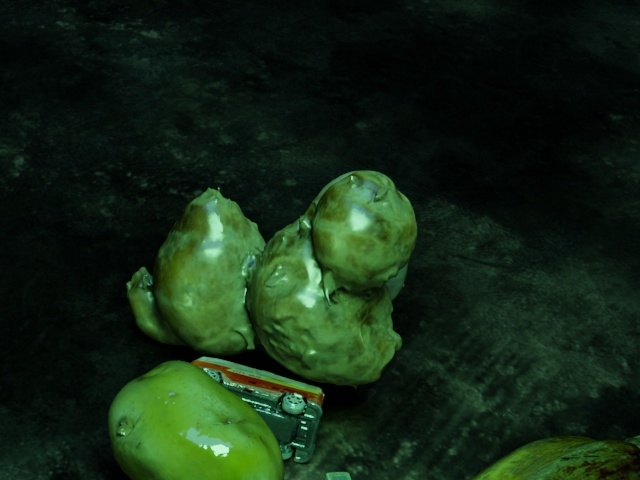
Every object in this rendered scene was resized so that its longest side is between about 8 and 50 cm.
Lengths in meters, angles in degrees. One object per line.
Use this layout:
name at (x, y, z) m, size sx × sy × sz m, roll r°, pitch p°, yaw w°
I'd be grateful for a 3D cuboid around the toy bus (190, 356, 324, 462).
toy bus at (-0.082, 0.185, 1.811) m, size 0.174 × 0.079 × 0.077 m, roll 16°, pitch 25°, yaw 5°

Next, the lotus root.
lotus root at (0.215, 0.311, 1.620) m, size 0.397 × 0.179 × 0.196 m, roll -26°, pitch 32°, yaw -37°

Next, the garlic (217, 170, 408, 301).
garlic at (0.000, 0.000, 2.030) m, size 0.257 × 0.207 × 0.207 m, roll 27°, pitch 36°, yaw 17°

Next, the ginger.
ginger at (-0.058, 0.048, 1.848) m, size 0.375 × 0.256 × 0.176 m, roll -3°, pitch 26°, yaw 24°

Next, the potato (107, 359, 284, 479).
potato at (-0.129, 0.217, 1.685) m, size 0.155 × 0.137 × 0.200 m, roll -28°, pitch 58°, yaw -31°

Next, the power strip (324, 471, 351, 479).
power strip at (0.028, 0.285, 1.751) m, size 0.027 × 0.017 × 0.083 m, roll -2°, pitch 35°, yaw -18°
